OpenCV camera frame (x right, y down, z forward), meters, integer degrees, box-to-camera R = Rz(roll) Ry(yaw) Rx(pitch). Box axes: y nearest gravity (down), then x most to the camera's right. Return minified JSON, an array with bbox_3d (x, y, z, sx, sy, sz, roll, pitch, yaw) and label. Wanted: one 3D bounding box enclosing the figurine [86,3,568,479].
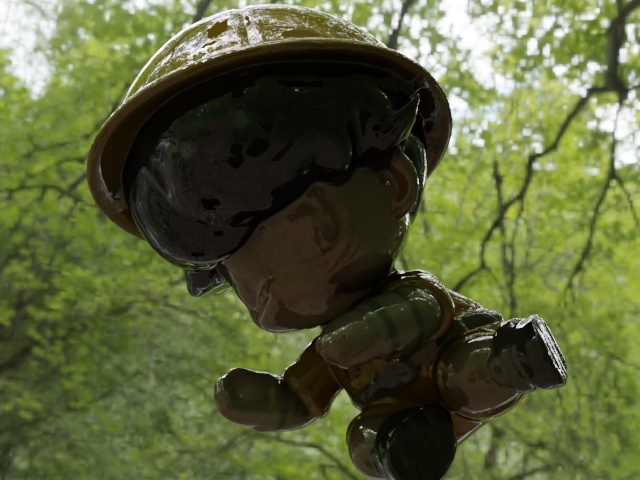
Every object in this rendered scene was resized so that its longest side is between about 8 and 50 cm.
[{"bbox_3d":[0.002,-0.001,0.467,0.192,0.256,0.167,-36,-5,27],"label":"figurine"}]
